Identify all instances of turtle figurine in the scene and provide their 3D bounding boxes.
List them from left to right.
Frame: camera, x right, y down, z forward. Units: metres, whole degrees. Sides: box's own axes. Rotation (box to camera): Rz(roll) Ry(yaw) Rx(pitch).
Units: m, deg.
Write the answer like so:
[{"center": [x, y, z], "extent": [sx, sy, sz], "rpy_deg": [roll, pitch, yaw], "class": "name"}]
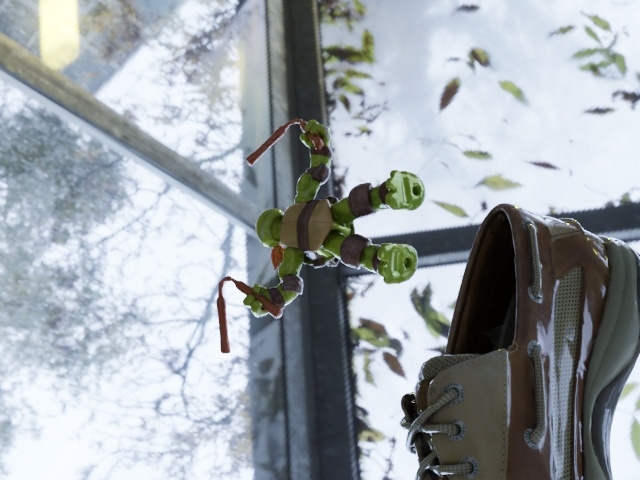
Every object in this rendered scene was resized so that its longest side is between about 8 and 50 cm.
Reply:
[{"center": [0.000, 0.000, 0.941], "extent": [0.217, 0.087, 0.270], "rpy_deg": [2, -112, 43], "class": "turtle figurine"}]

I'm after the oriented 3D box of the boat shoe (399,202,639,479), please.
[{"center": [0.097, 0.114, 0.531], "extent": [0.123, 0.116, 0.324], "rpy_deg": [-45, -162, 52], "class": "boat shoe"}]
